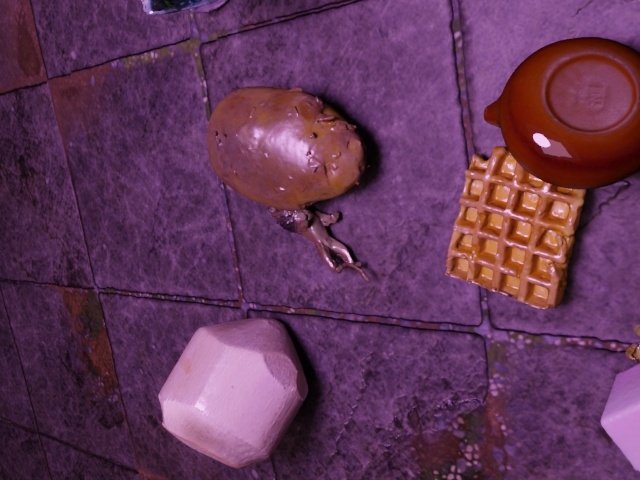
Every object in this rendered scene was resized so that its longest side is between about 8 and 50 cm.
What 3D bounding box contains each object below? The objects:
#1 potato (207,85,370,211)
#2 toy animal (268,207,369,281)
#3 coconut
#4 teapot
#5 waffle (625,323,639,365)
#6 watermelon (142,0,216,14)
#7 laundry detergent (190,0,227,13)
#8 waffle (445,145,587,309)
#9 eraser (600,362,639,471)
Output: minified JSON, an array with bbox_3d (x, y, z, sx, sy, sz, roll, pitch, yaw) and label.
[{"bbox_3d":[-0.061,-0.143,0.985,0.296,0.141,0.192,11,113,32],"label":"potato"},{"bbox_3d":[0.004,-0.009,1.028,0.220,0.069,0.086,44,148,24],"label":"toy animal"},{"bbox_3d":[-0.147,0.255,1.121,0.237,0.266,0.237,28,156,14],"label":"coconut"},{"bbox_3d":[0.315,-0.133,0.718,0.252,0.135,0.178,15,80,13],"label":"teapot"},{"bbox_3d":[0.468,0.138,0.736,0.183,0.036,0.169,43,125,21],"label":"waffle"},{"bbox_3d":[-0.190,-0.440,0.840,0.213,0.320,0.289,-7,127,48],"label":"watermelon"},{"bbox_3d":[-0.247,-0.539,1.027,0.159,0.088,0.335,-22,91,45],"label":"laundry detergent"},{"bbox_3d":[0.261,-0.030,0.828,0.160,0.055,0.211,21,116,32],"label":"waffle"},{"bbox_3d":[0.439,0.134,0.651,0.287,0.130,0.086,-43,78,36],"label":"eraser"}]
